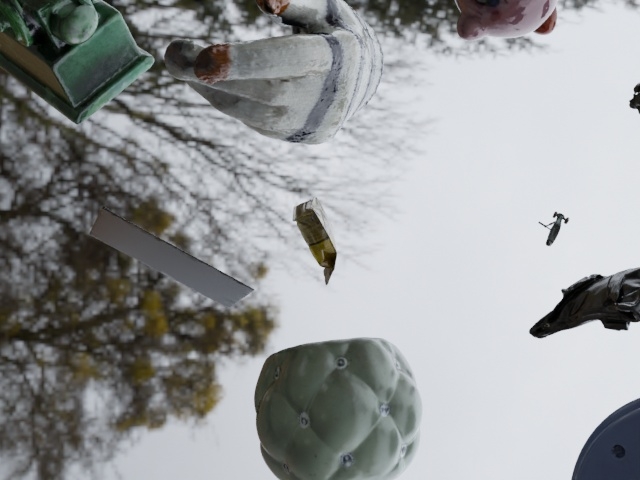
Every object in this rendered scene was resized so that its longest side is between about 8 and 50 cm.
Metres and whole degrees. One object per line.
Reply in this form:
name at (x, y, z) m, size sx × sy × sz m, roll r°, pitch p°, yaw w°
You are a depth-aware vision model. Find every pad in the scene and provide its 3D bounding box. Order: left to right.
pad at (-0.224, 0.030, 1.585) m, size 0.006 × 0.246 × 0.170 m, roll -64°, pitch -170°, yaw -19°

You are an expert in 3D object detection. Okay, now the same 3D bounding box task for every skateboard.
skateboard at (0.403, -0.015, 1.885) m, size 0.063 × 0.032 × 0.083 m, roll -64°, pitch -178°, yaw -8°

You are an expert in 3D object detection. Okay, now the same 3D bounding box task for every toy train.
toy train at (-0.349, -0.290, 1.318) m, size 0.266 × 0.145 × 0.201 m, roll 36°, pitch -21°, yaw 32°

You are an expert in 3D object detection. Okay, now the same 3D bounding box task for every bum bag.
bum bag at (0.426, 0.092, 1.640) m, size 0.060 × 0.123 × 0.248 m, roll 52°, pitch -32°, yaw -14°

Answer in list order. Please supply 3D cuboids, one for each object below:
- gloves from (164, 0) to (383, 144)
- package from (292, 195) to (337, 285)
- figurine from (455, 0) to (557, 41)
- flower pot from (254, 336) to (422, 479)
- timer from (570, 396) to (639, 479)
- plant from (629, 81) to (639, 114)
gloves at (-0.030, -0.149, 0.938) m, size 0.131 × 0.219 × 0.140 m, roll 50°, pitch -60°, yaw 5°
package at (0.000, 0.000, 1.746) m, size 0.071 × 0.047 × 0.131 m, roll -92°, pitch 157°, yaw -71°
figurine at (0.284, -0.394, 1.641) m, size 0.173 × 0.173 × 0.173 m, roll -3°, pitch -94°, yaw 59°
flower pot at (0.025, 0.245, 1.500) m, size 0.246 × 0.246 × 0.195 m, roll -26°, pitch -112°, yaw 56°
timer at (0.511, 0.373, 1.448) m, size 0.395 × 0.173 × 0.394 m, roll 4°, pitch -82°, yaw 34°
plant at (0.555, -0.244, 1.717) m, size 0.143 × 0.095 × 0.092 m, roll 98°, pitch 6°, yaw -70°
